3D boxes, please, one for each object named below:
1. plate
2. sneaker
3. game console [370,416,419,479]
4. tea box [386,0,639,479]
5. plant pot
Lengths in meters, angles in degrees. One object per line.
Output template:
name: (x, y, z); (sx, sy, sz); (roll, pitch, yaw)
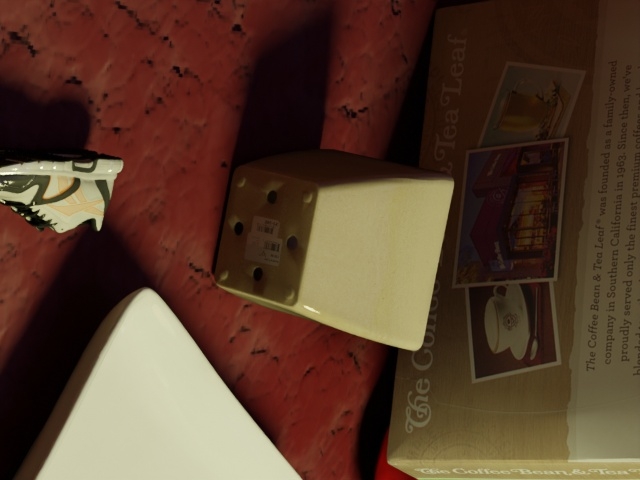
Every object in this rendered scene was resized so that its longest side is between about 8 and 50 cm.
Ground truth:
plate: (-0.120, 0.203, 0.948); (0.278, 0.045, 0.277); (-62, 147, -23)
sneaker: (-0.136, -0.023, 0.837); (0.109, 0.040, 0.044); (0, 103, -58)
game console: (0.162, 0.208, 1.366); (0.342, 0.060, 0.386); (-51, 138, -41)
tea box: (0.227, 0.034, 1.191); (0.323, 0.220, 0.329); (30, 61, -51)
plant pot: (0.000, 0.000, 1.015); (0.096, 0.109, 0.109); (7, 96, -47)
